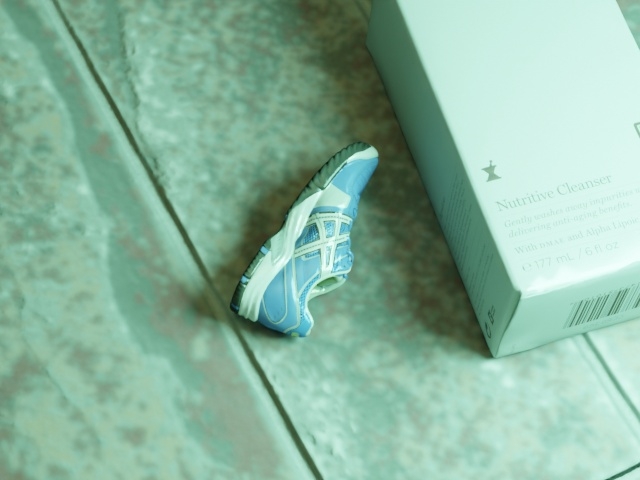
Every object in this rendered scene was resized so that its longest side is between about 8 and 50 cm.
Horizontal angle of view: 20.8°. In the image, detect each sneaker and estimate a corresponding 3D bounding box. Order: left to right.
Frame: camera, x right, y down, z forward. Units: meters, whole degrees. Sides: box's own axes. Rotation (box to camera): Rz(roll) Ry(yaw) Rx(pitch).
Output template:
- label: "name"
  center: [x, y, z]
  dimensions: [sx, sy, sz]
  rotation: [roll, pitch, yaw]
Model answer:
- label: "sneaker"
  center: [0.000, 0.000, 1.646]
  dimensions: [0.081, 0.080, 0.211]
  rotation: [32, 73, 4]

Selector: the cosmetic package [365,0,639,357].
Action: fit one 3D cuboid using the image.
- label: "cosmetic package"
  center: [0.205, -0.106, 1.672]
  dimensions: [0.217, 0.156, 0.385]
  rotation: [-16, 65, -12]
